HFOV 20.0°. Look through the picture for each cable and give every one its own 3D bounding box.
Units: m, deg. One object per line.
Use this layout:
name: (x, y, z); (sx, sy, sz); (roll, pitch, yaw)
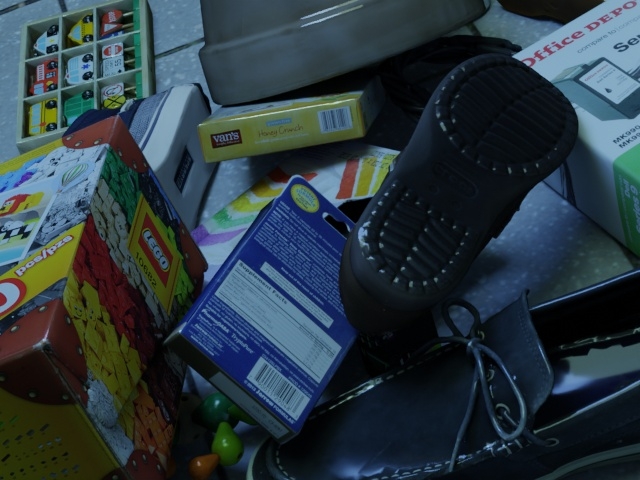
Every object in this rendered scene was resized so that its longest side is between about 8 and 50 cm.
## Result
cable: (0.148, -0.163, 1.978); (0.184, 0.047, 0.150); (5, 53, -8)

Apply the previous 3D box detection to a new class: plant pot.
plant pot: (-0.012, -0.331, 1.992); (0.323, 0.280, 0.323); (-18, 10, 3)

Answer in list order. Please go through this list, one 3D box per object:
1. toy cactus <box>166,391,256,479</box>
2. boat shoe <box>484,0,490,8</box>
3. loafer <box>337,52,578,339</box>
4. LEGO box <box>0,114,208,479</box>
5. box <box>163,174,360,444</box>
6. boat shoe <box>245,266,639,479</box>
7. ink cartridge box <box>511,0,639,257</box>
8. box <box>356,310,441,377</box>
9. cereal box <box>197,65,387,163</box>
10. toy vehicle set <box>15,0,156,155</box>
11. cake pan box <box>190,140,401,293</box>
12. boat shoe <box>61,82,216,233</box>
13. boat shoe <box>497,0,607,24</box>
toy cactus: (-0.112, 0.153, 1.662); (0.219, 0.112, 0.180); (-33, 10, -35)
boat shoe: (0.110, -0.368, 2.224); (0.114, 0.091, 0.302); (-31, 40, -15)
loafer: (0.111, -0.045, 1.665); (0.134, 0.130, 0.366); (41, 48, 3)
LEGO box: (-0.374, 0.136, 1.595); (0.500, 0.193, 0.372); (-21, 28, 15)
box: (-0.029, 0.056, 1.611); (0.036, 0.136, 0.225); (-39, 12, 49)
boat shoe: (0.168, 0.128, 1.566); (0.500, 0.156, 0.187); (-16, 40, 6)
ink cartridge box: (0.335, -0.118, 1.814); (0.211, 0.121, 0.289); (-31, 40, -13)
box: (0.071, 0.090, 1.703); (0.062, 0.083, 0.052); (-37, 42, -22)
cereal box: (-0.025, -0.138, 1.963); (0.173, 0.047, 0.240); (-9, 11, 11)
toy vehicle set: (-0.286, -0.203, 2.231); (0.166, 0.035, 0.267); (-15, 39, 4)
cake pan box: (0.000, 0.000, 1.814); (0.246, 0.070, 0.267); (-40, 30, -21)
boat shoe: (-0.224, -0.040, 1.962); (0.158, 0.127, 0.340); (-10, 31, 21)
boat shoe: (0.289, -0.286, 2.072); (0.073, 0.073, 0.207); (-41, 44, -23)
